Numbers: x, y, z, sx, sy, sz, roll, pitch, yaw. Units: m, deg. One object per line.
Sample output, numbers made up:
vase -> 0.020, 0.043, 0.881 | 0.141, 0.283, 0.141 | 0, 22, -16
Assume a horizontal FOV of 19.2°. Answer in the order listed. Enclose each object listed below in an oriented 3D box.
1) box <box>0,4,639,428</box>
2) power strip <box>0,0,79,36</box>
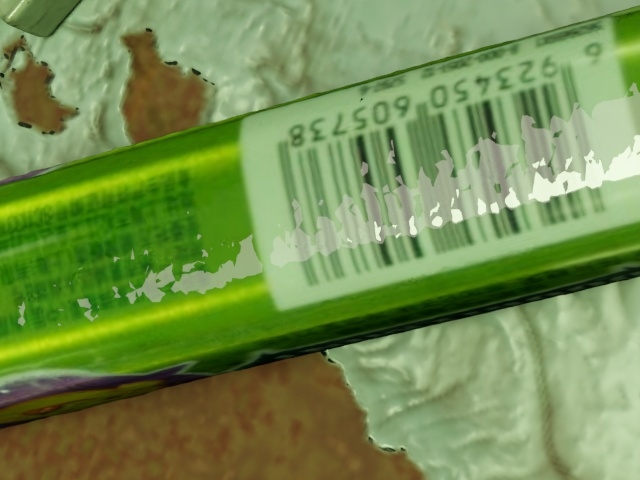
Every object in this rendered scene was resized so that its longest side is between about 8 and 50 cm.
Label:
box -> 0.000, 0.000, 0.709 | 0.346, 0.134, 0.097 | -14, 79, 15
power strip -> -0.127, -0.133, 0.799 | 0.075, 0.042, 0.175 | 43, 99, 15
